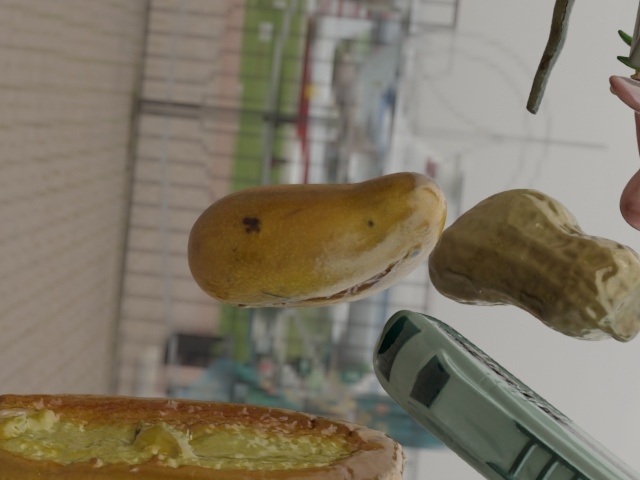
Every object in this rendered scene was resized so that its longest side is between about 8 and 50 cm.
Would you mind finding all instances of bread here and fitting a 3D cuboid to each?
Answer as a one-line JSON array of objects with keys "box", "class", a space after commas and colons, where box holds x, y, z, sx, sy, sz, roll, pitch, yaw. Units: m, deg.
[{"box": [-0.091, 0.171, 1.188, 0.152, 0.288, 0.119, -92, -171, -76], "class": "bread"}]

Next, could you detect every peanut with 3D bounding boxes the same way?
[{"box": [0.258, 0.025, 2.203, 0.143, 0.291, 0.159, -15, 114, -45], "class": "peanut"}]

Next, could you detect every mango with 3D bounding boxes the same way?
[{"box": [-0.001, 0.006, 1.918, 0.177, 0.295, 0.120, 31, 57, -56], "class": "mango"}]

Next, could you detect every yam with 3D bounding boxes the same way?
[{"box": [0.287, -0.264, 2.241, 0.029, 0.027, 0.234, -153, -102, -69], "class": "yam"}]

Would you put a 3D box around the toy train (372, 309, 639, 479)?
[{"box": [0.174, 0.182, 1.652, 0.088, 0.407, 0.086, 17, 107, -54], "class": "toy train"}]

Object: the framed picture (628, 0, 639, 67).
[{"box": [0.267, -0.270, 1.182, 0.211, 0.020, 0.289, -67, 179, -60], "class": "framed picture"}]

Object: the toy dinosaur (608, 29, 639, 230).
[{"box": [0.336, -0.117, 1.887, 0.177, 0.152, 0.194, -52, 146, -13], "class": "toy dinosaur"}]
